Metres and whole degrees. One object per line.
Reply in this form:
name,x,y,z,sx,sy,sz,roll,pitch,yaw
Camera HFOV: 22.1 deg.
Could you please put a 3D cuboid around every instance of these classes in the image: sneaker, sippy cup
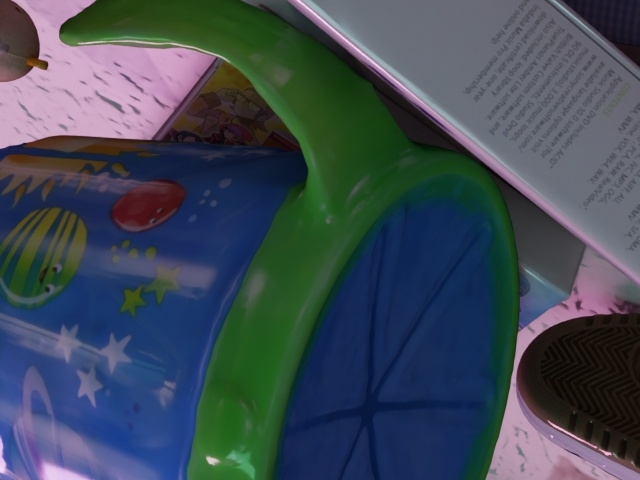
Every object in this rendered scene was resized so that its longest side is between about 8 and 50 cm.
sneaker,0.230,0.138,0.833,0.282,0.099,0.153,16,142,12
sippy cup,-0.058,0.052,0.743,0.224,0.305,0.240,15,180,28

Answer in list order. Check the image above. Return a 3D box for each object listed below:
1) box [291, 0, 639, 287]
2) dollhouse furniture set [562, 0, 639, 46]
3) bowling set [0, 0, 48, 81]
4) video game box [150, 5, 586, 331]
box,0.069,-0.059,0.615,0.322,0.058,0.232,39,-174,-14
dollhouse furniture set,0.161,-0.055,0.527,0.303,0.198,0.286,16,138,18
bowling set,-0.239,-0.182,0.743,0.287,0.200,0.154,17,-174,22
video game box,0.000,0.000,0.846,0.205,0.048,0.187,35,140,-10
